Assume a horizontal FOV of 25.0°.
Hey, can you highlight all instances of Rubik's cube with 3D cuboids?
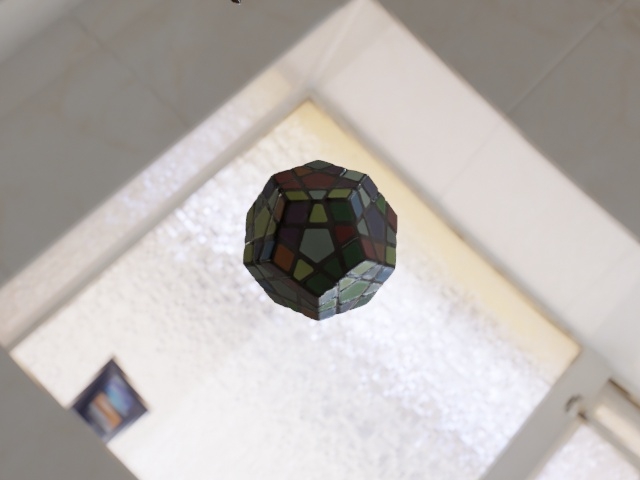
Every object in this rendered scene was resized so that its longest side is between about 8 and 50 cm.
[{"bbox_3d":[0.000,0.000,1.182,0.112,0.133,0.133,-15,-65,29],"label":"Rubik's cube"}]

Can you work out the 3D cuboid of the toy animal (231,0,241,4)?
[{"bbox_3d":[-0.096,-0.333,1.362,0.230,0.224,0.066,53,-52,6],"label":"toy animal"}]
